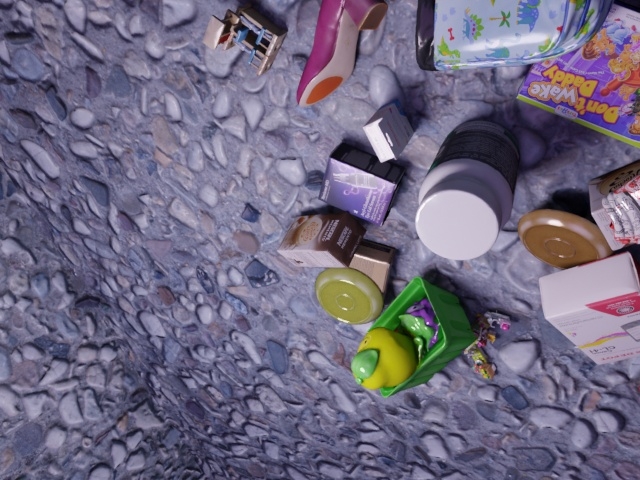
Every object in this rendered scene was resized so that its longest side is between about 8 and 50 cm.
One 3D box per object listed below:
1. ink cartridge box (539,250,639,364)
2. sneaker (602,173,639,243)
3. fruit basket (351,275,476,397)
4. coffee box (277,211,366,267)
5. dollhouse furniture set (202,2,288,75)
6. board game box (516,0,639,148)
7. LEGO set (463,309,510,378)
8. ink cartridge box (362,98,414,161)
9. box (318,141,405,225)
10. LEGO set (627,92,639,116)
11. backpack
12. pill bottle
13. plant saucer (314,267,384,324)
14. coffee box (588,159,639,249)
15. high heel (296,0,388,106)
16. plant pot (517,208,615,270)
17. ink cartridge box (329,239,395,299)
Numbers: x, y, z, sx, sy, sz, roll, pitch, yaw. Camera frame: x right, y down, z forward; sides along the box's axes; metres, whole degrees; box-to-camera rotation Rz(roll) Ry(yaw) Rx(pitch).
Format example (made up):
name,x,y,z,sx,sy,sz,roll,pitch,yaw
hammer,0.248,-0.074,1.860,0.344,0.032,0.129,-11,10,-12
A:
name,x,y,z,sx,sy,sz,roll,pitch,yaw
ink cartridge box,0.738,0.182,1.251,0.306,0.131,0.226,36,135,-29
sneaker,0.701,-0.016,1.006,0.270,0.090,0.145,48,130,-6
fruit basket,0.233,0.315,1.503,0.391,0.283,0.392,-9,141,-7
coffee box,0.000,0.000,1.491,0.246,0.141,0.098,-3,143,49
dollhouse furniture set,-0.200,-0.502,1.268,0.129,0.184,0.129,36,131,-1
board game box,0.633,-0.348,1.031,0.347,0.078,0.233,25,130,8
LEGO set,0.508,0.351,1.566,0.132,0.107,0.287,13,127,18
ink cartridge box,0.170,-0.272,1.247,0.061,0.181,0.104,-18,113,35
box,0.115,-0.161,1.402,0.207,0.108,0.153,23,130,10
LEGO set,0.660,-0.285,1.000,0.083,0.023,0.054,-26,111,23
backpack,0.364,-0.461,0.944,0.355,0.273,0.290,13,116,23
pill bottle,0.346,-0.124,1.145,0.204,0.361,0.204,13,127,18
plant saucer,0.085,0.191,1.597,0.240,0.037,0.241,14,129,18
coffee box,0.764,-0.114,1.072,0.297,0.168,0.119,-27,108,38
high heel,0.019,-0.511,1.235,0.377,0.127,0.181,-42,69,44
plant pot,0.613,0.011,1.252,0.236,0.032,0.236,31,160,12
ink cartridge box,0.127,0.113,1.601,0.193,0.088,0.235,17,129,14
